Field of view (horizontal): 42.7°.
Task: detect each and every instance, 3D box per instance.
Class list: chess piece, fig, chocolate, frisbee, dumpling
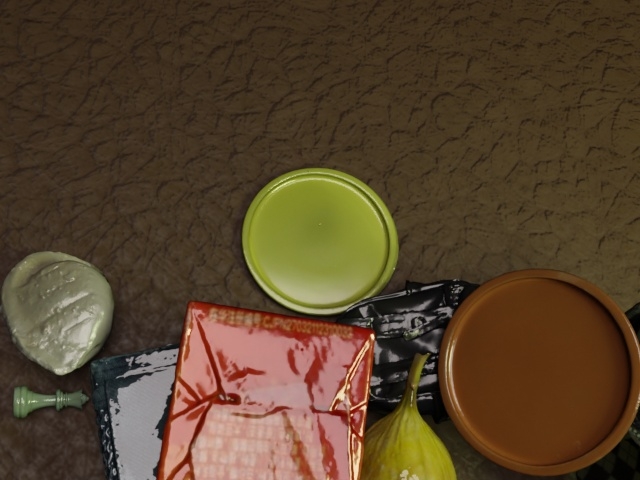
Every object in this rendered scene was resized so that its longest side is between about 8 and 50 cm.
[{"bbox_3d":[-0.351,0.210,1.070,0.093,0.042,0.042,1,70,-15],"label":"chess piece"},{"bbox_3d":[0.108,0.267,1.040,0.159,0.159,0.257,11,91,-6],"label":"fig"},{"bbox_3d":[-0.066,0.210,0.998,0.237,0.108,0.234,9,73,-8],"label":"chocolate"},{"bbox_3d":[0.262,0.157,0.997,0.251,0.021,0.250,-7,75,28],"label":"frisbee"},{"bbox_3d":[-0.347,0.094,1.081,0.150,0.092,0.176,11,70,-7],"label":"dumpling"},{"bbox_3d":[0.000,0.000,1.216,0.236,0.017,0.236,3,70,-8],"label":"frisbee"}]

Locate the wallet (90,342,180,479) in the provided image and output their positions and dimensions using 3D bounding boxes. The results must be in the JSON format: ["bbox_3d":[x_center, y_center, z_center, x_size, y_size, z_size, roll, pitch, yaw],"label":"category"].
[{"bbox_3d":[-0.151,0.299,1.046,0.237,0.075,0.342,-11,76,-9],"label":"wallet"}]

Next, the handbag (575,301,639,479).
[{"bbox_3d":[0.414,0.303,1.026,0.180,0.317,0.416,2,67,-24],"label":"handbag"}]

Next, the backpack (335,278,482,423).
[{"bbox_3d":[0.134,0.151,1.135,0.258,0.133,0.206,-7,69,-5],"label":"backpack"}]

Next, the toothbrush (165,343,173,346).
[{"bbox_3d":[-0.104,0.220,1.114,0.263,0.026,0.022,34,59,3],"label":"toothbrush"}]
